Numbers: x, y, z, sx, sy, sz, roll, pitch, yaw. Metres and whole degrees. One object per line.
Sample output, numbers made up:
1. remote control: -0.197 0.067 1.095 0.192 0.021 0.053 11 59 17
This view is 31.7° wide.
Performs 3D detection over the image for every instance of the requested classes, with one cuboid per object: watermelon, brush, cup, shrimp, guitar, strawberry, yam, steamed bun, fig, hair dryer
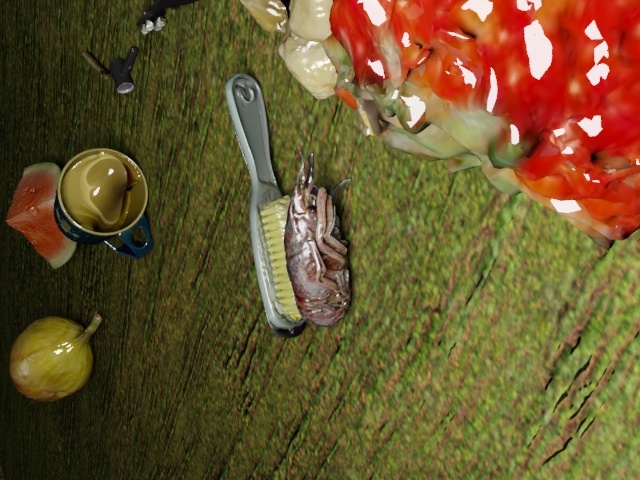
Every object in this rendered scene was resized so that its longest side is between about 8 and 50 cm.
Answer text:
1. watermelon: -0.474 -0.041 2.017 0.145 0.137 0.193 51 169 -34
2. brush: -0.045 -0.044 1.220 0.060 0.068 0.297 -18 83 44
3. cup: -0.328 -0.042 1.711 0.176 0.131 0.155 52 158 -6
4. shrimp: -0.001 0.000 1.135 0.074 0.073 0.190 16 120 55
5. guitar: -0.184 -0.294 1.368 0.271 0.083 0.038 157 98 -69
6. strawberry: 0.139 -0.192 0.603 0.312 0.267 0.351 40 111 58
7. yam: -0.347 -0.271 1.746 0.107 0.014 0.014 43 137 49
8. steamed bun: 0.000 -0.225 0.992 0.177 0.106 0.192 58 146 31
9. fig: -0.470 0.194 2.080 0.257 0.159 0.159 -39 65 39
10. hair dryer: -0.278 -0.252 1.611 0.083 0.026 0.047 -51 57 53
